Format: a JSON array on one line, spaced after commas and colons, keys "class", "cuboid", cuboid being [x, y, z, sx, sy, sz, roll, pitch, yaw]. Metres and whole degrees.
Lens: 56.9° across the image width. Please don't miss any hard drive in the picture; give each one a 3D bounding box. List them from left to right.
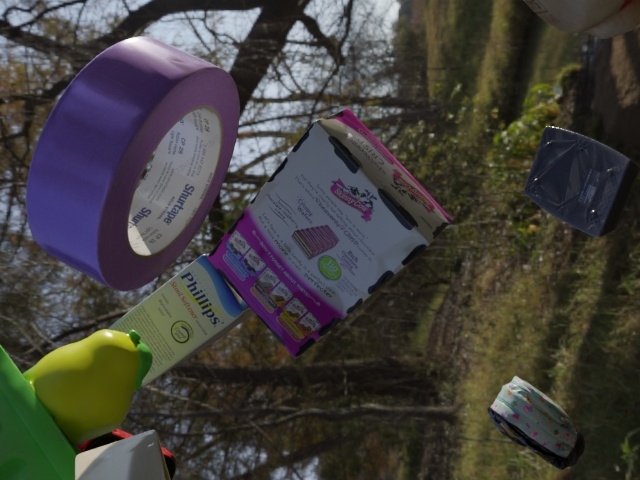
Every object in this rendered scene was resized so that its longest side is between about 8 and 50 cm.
[{"class": "hard drive", "cuboid": [0.520, -0.124, 1.191, 0.255, 0.054, 0.172, -123, 41, -61]}]

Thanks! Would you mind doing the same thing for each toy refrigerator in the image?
[{"class": "toy refrigerator", "cuboid": [-0.179, 0.349, 0.634, 0.102, 0.094, 0.270, -138, 38, -61]}]

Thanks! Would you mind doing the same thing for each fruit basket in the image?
[{"class": "fruit basket", "cuboid": [-0.465, 0.311, 1.012, 0.392, 0.392, 0.283, -72, 4, -48]}]

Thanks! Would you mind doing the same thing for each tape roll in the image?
[{"class": "tape roll", "cuboid": [-0.199, -0.083, 0.677, 0.275, 0.090, 0.275, -60, -10, -17]}]

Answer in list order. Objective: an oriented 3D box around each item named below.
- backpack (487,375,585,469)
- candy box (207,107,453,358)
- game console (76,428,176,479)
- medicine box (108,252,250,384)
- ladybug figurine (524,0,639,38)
[{"class": "backpack", "cuboid": [0.438, 0.369, 1.219, 0.115, 0.182, 0.152, -54, 10, -9]}, {"class": "candy box", "cuboid": [0.000, 0.000, 0.630, 0.233, 0.159, 0.071, -45, -6, 38]}, {"class": "game console", "cuboid": [-0.547, 0.659, 1.486, 0.342, 0.060, 0.386, -61, -34, -19]}, {"class": "medicine box", "cuboid": [-0.269, 0.154, 1.325, 0.149, 0.289, 0.263, 54, -167, 4]}, {"class": "ladybug figurine", "cuboid": [0.159, -0.365, 0.395, 0.305, 0.162, 0.449, -66, -45, -68]}]
